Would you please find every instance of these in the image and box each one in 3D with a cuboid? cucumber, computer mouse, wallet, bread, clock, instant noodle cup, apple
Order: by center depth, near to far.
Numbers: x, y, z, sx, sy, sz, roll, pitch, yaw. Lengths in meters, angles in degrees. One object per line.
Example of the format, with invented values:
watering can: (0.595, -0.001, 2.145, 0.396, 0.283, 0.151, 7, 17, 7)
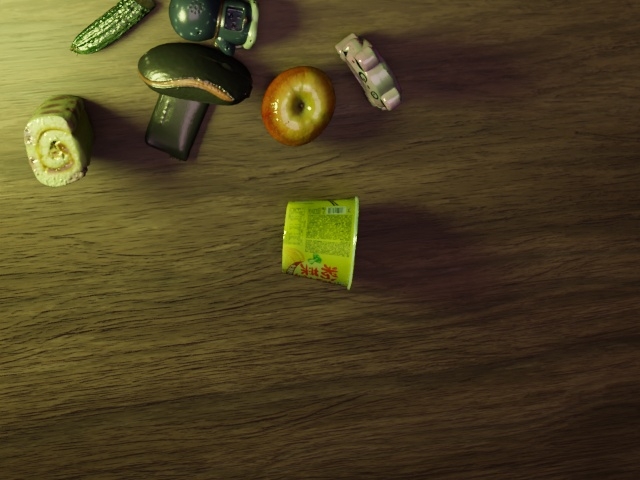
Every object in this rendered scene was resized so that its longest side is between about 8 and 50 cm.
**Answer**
bread: (-0.717, -0.285, 1.760, 0.155, 0.338, 0.187, -14, 116, -8)
clock: (-0.294, -0.623, 1.765, 0.243, 0.146, 0.199, 7, 103, -16)
cucumber: (-0.580, -0.595, 1.780, 0.265, 0.077, 0.077, -35, 114, 11)
computer mouse: (-0.348, -0.476, 1.803, 0.323, 0.183, 0.116, 7, 142, -12)
clock: (0.146, -0.477, 1.830, 0.090, 0.248, 0.227, -35, 114, 6)
apple: (-0.066, -0.398, 1.886, 0.235, 0.173, 0.210, -38, 110, 1)
wallet: (-0.430, -0.366, 1.920, 0.149, 0.044, 0.250, 23, 110, -13)
instant noodle cup: (0.000, 0.000, 2.028, 0.221, 0.311, 0.311, 6, 114, 1)
